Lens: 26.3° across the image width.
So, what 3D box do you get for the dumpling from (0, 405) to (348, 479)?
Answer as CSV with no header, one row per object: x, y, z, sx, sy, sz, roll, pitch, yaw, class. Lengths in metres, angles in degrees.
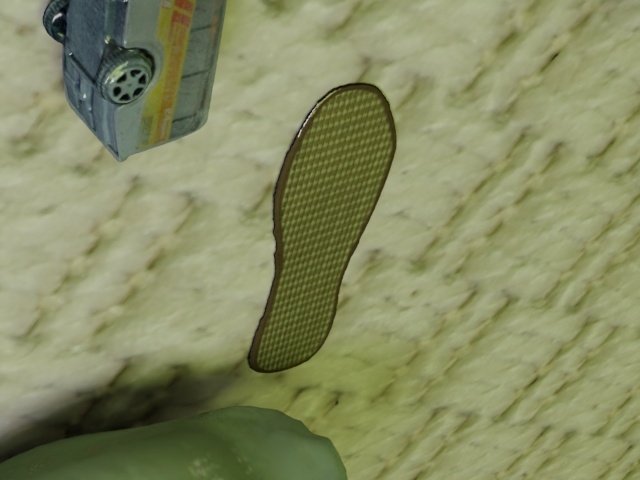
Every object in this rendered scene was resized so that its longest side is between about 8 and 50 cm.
-0.137,0.239,0.888,0.321,0.211,0.270,-36,111,24,dumpling

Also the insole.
0.000,0.000,0.882,0.086,0.005,0.253,-14,140,-27,insole

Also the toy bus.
-0.077,-0.126,0.622,0.075,0.064,0.190,-18,141,-33,toy bus
